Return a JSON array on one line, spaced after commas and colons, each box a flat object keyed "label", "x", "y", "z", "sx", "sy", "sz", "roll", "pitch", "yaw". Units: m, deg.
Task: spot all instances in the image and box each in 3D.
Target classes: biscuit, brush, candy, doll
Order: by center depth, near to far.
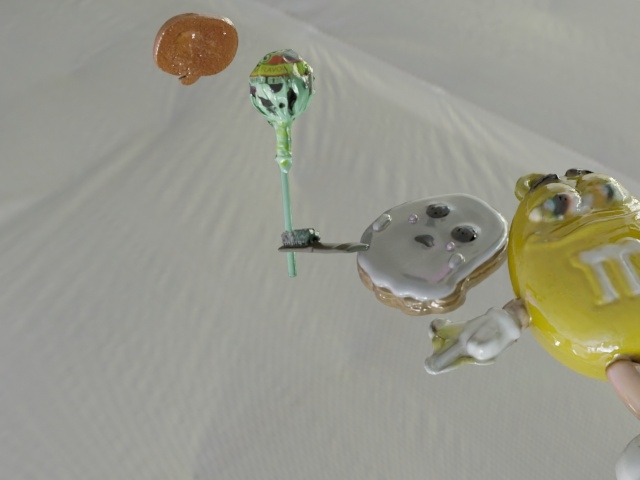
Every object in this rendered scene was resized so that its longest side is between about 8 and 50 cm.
[{"label": "biscuit", "x": -0.127, "y": -0.193, "z": 1.338, "sx": 0.091, "sy": 0.078, "sz": 0.015, "roll": 1, "pitch": -147, "yaw": -33}, {"label": "doll", "x": 0.320, "y": 0.093, "z": 1.444, "sx": 0.423, "sy": 0.161, "sz": 0.348, "roll": 29, "pitch": -126, "yaw": 27}, {"label": "brush", "x": 0.000, "y": 0.000, "z": 1.492, "sx": 0.034, "sy": 0.028, "sz": 0.190, "roll": -9, "pitch": -175, "yaw": -23}, {"label": "biscuit", "x": 0.140, "y": 0.004, "z": 1.665, "sx": 0.208, "sy": 0.049, "sz": 0.181, "roll": -39, "pitch": -133, "yaw": -26}, {"label": "candy", "x": -0.042, "y": -0.103, "z": 1.784, "sx": 0.091, "sy": 0.306, "sz": 0.083, "roll": -5, "pitch": -179, "yaw": -37}]
